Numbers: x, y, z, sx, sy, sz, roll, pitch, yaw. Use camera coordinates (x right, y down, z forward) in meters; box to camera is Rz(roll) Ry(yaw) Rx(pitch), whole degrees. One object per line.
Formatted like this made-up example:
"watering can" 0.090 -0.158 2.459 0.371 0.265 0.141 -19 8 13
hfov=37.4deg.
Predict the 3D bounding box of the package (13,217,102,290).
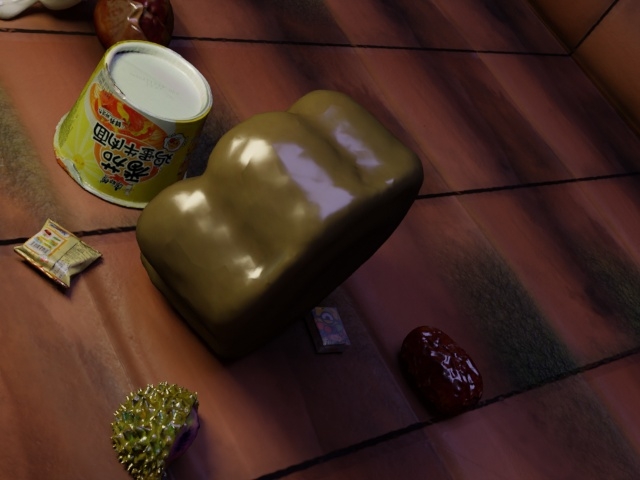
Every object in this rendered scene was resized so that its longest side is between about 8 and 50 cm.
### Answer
"package" -0.422 0.020 1.522 0.108 0.031 0.120 36 34 -3

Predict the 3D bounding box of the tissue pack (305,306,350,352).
"tissue pack" 0.011 0.162 1.705 0.063 0.035 0.083 5 51 -34

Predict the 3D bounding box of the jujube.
"jujube" 0.222 0.235 1.736 0.176 0.109 0.112 55 8 24

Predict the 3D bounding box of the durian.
"durian" -0.232 0.253 1.374 0.119 0.108 0.186 32 40 -7

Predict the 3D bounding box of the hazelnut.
"hazelnut" -0.366 -0.432 1.899 0.201 0.160 0.170 60 24 12

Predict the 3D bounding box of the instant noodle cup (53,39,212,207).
"instant noodle cup" -0.322 -0.217 1.695 0.264 0.200 0.264 22 40 -20

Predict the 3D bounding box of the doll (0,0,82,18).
"doll" -0.496 -0.522 1.863 0.111 0.252 0.237 66 26 -19

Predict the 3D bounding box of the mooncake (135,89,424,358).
"mooncake" -0.064 -0.033 1.526 0.262 0.467 0.467 51 41 10
